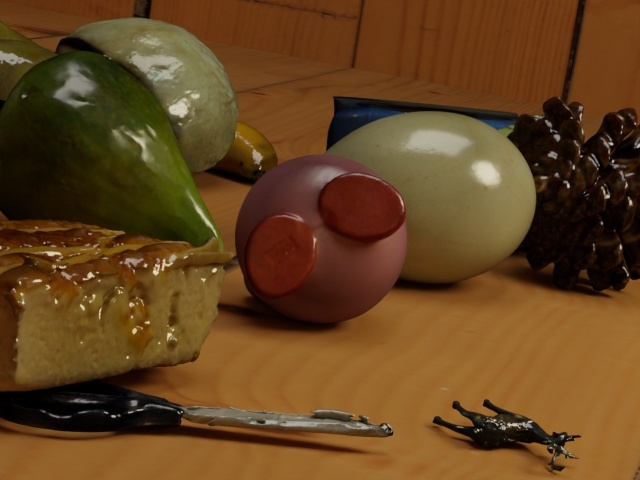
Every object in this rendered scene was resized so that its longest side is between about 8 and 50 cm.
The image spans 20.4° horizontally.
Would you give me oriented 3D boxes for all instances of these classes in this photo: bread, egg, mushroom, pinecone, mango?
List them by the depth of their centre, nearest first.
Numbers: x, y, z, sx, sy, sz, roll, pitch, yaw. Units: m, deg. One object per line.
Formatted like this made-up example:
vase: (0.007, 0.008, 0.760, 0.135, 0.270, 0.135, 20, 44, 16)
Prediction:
bread: (-0.218, 0.045, 1.406, 0.185, 0.114, 0.275, 7, 8, 31)
egg: (0.108, -0.047, 1.945, 0.254, 0.188, 0.188, 0, 13, -6)
pinecone: (0.316, -0.052, 2.060, 0.201, 0.229, 0.202, -7, -6, -15)
mushroom: (-0.219, -0.208, 2.356, 0.164, 0.189, 0.267, -33, 35, -28)
mango: (-0.130, -0.130, 2.438, 0.190, 0.075, 0.098, 22, 33, 35)

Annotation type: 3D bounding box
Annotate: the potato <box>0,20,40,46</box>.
potato: (-0.498, -0.209, 2.229, 0.351, 0.218, 0.202, 0, 48, -36)

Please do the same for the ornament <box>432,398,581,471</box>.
ornament: (0.154, 0.155, 1.418, 0.073, 0.028, 0.125, 2, 12, -34)

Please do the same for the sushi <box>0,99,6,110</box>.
sushi: (-0.548, -0.105, 1.943, 0.373, 0.100, 0.296, 14, -19, -20)

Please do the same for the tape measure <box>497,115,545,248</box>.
tape measure: (0.243, -0.065, 2.199, 0.154, 0.177, 0.087, -15, 23, -37)

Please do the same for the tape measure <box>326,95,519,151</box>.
tape measure: (0.141, -0.106, 2.338, 0.259, 0.138, 0.262, 4, 8, -4)

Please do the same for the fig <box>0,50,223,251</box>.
fig: (-0.208, -0.066, 1.862, 0.275, 0.206, 0.206, 32, 15, 4)

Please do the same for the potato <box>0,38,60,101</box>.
potato: (-0.346, -0.148, 2.116, 0.251, 0.159, 0.174, 41, -6, -34)

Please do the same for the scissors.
scissors: (-0.092, 0.130, 1.343, 0.300, 0.022, 0.109, 4, 10, -6)

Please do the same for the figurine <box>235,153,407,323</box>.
figurine: (0.000, 0.000, 1.715, 0.173, 0.173, 0.173, 9, 12, -2)
